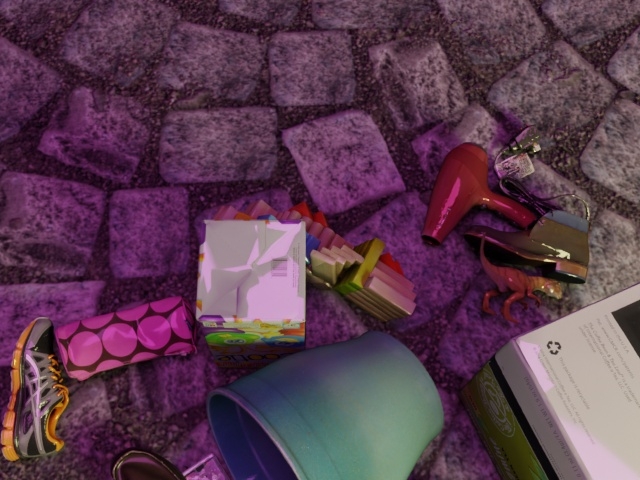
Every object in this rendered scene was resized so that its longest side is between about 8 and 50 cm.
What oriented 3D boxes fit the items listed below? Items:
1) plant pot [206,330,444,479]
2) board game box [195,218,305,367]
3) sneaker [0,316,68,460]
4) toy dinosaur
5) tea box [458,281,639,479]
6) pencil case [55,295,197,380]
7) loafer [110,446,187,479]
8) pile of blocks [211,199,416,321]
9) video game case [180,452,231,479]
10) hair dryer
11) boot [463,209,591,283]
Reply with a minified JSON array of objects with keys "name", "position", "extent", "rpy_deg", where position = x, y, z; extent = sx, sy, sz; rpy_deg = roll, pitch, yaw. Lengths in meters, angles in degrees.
[{"name":"plant pot","position":[0.023,0.261,1.055],"extent":[0.255,0.272,0.272],"rpy_deg":[-29,70,-27]},{"name":"board game box","position":[-0.092,0.088,1.106],"extent":[0.142,0.275,0.144],"rpy_deg":[0,67,-1]},{"name":"sneaker","position":[-0.422,0.223,1.152],"extent":[0.083,0.084,0.215],"rpy_deg":[2,77,-1]},{"name":"toy dinosaur","position":[0.295,0.067,1.218],"extent":[0.211,0.064,0.112],"rpy_deg":[21,89,-32]},{"name":"tea box","position":[0.380,0.276,1.011],"extent":[0.220,0.323,0.329],"rpy_deg":[-21,68,-11]},{"name":"pencil case","position":[-0.296,0.154,1.178],"extent":[0.209,0.095,0.098],"rpy_deg":[-14,80,-5]},{"name":"loafer","position":[-0.210,0.370,1.067],"extent":[0.220,0.078,0.080],"rpy_deg":[37,72,14]},{"name":"pile of blocks","position":[0.000,0.000,1.215],"extent":[0.362,0.149,0.113],"rpy_deg":[25,69,10]},{"name":"video game case","position":[-0.191,0.434,1.096],"extent":[0.190,0.022,0.173],"rpy_deg":[-32,72,-13]},{"name":"hair dryer","position":[0.298,-0.073,1.289],"extent":[0.293,0.080,0.224],"rpy_deg":[-22,70,-9]},{"name":"boot","position":[0.344,-0.010,1.250],"extent":[0.219,0.082,0.106],"rpy_deg":[20,77,-10]}]
